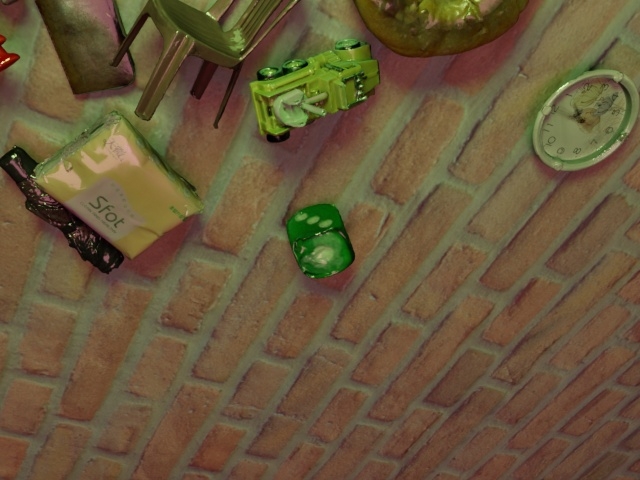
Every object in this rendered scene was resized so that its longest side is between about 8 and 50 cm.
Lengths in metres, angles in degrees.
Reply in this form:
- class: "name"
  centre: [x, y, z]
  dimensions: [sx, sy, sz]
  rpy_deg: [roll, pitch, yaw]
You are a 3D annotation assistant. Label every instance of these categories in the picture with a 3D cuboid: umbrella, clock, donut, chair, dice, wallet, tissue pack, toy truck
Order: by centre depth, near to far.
- class: "donut"
  centre: [0.216, -0.486, 0.920]
  dimensions: [0.359, 0.170, 0.361]
  rpy_deg: [-7, 135, -7]
- class: "chair"
  centre: [-0.183, -0.361, 0.928]
  dimensions: [0.183, 0.176, 0.326]
  rpy_deg: [5, 131, -48]
- class: "wallet"
  centre: [-0.420, -0.387, 0.976]
  dimensions: [0.137, 0.031, 0.256]
  rpy_deg: [-11, 126, -2]
- class: "toy truck"
  centre: [0.011, -0.270, 1.016]
  dimensions: [0.259, 0.135, 0.129]
  rpy_deg: [-32, 131, -29]
- class: "tissue pack"
  centre: [-0.395, -0.109, 1.109]
  dimensions: [0.215, 0.123, 0.257]
  rpy_deg: [-34, 127, 7]
- class: "umbrella"
  centre: [-0.531, -0.056, 1.153]
  dimensions: [0.090, 0.094, 0.326]
  rpy_deg: [-35, 124, -2]
- class: "clock"
  centre: [0.568, -0.262, 1.202]
  dimensions: [0.236, 0.053, 0.237]
  rpy_deg: [-4, 127, -5]
- class: "dice"
  centre: [0.000, 0.000, 1.256]
  dimensions: [0.128, 0.120, 0.131]
  rpy_deg: [-21, 127, 4]

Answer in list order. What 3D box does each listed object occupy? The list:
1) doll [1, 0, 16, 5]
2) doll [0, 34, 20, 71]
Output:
- class: "doll"
  centre: [-0.535, -0.453, 0.873]
  dimensions: [0.085, 0.114, 0.152]
  rpy_deg: [-46, 117, -23]
- class: "doll"
  centre: [-0.621, -0.434, 0.830]
  dimensions: [0.099, 0.188, 0.384]
  rpy_deg: [-43, 110, -12]
